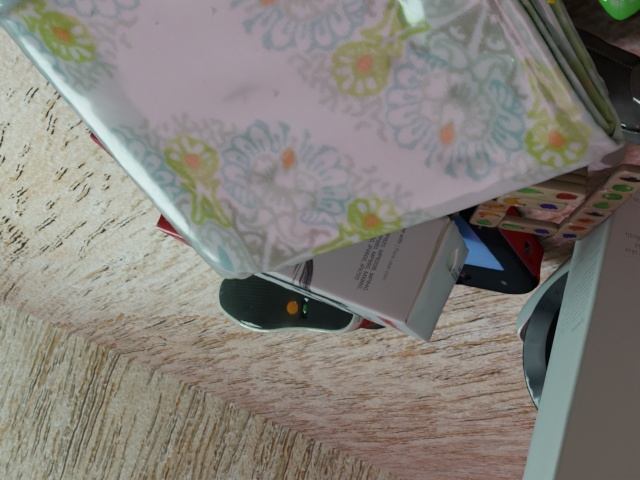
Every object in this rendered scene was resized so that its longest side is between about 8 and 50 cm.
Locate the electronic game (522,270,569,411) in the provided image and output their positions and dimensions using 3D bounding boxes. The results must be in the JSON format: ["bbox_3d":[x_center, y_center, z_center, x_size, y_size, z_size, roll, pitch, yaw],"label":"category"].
[{"bbox_3d":[0.333,0.127,1.152,0.229,0.229,0.048,17,171,7],"label":"electronic game"}]

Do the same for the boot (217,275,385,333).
[{"bbox_3d":[-0.014,0.092,1.572,0.244,0.088,0.176,7,-179,29],"label":"boot"}]

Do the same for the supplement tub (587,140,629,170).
[{"bbox_3d":[0.207,-0.092,0.941,0.071,0.071,0.107,34,155,-35],"label":"supplement tub"}]

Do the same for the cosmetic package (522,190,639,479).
[{"bbox_3d":[0.326,0.155,1.016,0.217,0.385,0.156,18,160,4],"label":"cosmetic package"}]

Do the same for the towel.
[{"bbox_3d":[-0.017,-0.132,0.751,0.374,0.090,0.320,-18,122,31],"label":"towel"}]

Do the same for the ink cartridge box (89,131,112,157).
[{"bbox_3d":[-0.176,-0.092,1.244,0.150,0.063,0.109,30,169,33],"label":"ink cartridge box"}]

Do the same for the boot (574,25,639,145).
[{"bbox_3d":[0.225,-0.097,0.823,0.208,0.076,0.189,20,154,40],"label":"boot"}]

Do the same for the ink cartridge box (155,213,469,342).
[{"bbox_3d":[0.000,0.000,1.106,0.273,0.114,0.197,20,174,15],"label":"ink cartridge box"}]

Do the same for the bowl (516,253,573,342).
[{"bbox_3d":[0.308,0.080,1.250,0.142,0.142,0.053,29,-157,-22],"label":"bowl"}]

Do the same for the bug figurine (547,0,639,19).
[{"bbox_3d":[0.107,-0.227,0.534,0.279,0.216,0.072,13,-158,18],"label":"bug figurine"}]

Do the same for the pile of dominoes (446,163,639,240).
[{"bbox_3d":[0.172,-0.031,0.972,0.196,0.040,0.251,8,166,1],"label":"pile of dominoes"}]

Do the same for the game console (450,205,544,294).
[{"bbox_3d":[0.050,-0.050,1.216,0.342,0.060,0.386,5,155,34],"label":"game console"}]
